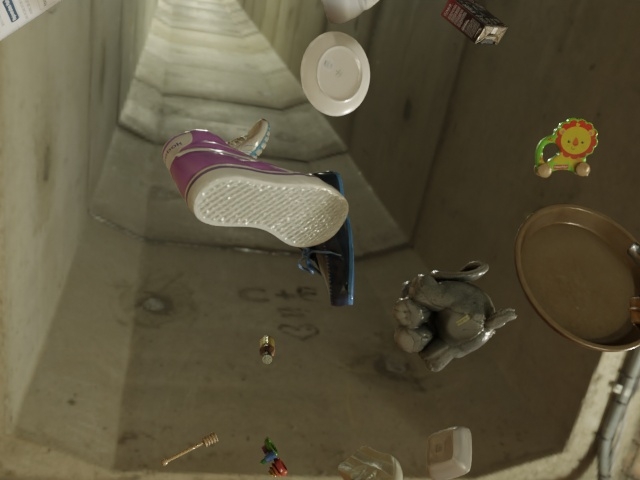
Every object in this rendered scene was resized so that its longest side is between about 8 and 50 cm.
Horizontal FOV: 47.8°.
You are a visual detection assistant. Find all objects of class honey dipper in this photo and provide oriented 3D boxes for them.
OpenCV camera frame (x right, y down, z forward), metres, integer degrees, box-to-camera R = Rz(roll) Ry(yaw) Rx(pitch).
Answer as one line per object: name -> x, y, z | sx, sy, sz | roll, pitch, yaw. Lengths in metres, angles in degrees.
honey dipper -> -0.356, 0.568, 1.961 | 0.160, 0.030, 0.030 | -24, -148, -20

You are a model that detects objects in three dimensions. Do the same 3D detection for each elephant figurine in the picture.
elephant figurine -> 0.222, 0.103, 1.225 | 0.186, 0.169, 0.239 | 35, -157, 11

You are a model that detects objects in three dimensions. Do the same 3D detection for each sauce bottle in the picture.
sauce bottle -> -0.139, 0.283, 1.865 | 0.042, 0.042, 0.128 | 8, -170, -5

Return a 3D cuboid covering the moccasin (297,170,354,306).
moccasin -> 0.000, 0.000, 1.461 | 0.117, 0.138, 0.342 | -3, -138, -6

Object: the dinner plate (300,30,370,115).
dinner plate -> 0.030, -0.283, 1.228 | 0.141, 0.141, 0.017 | -3, -172, -31

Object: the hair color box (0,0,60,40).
hair color box -> -0.432, -0.365, 0.976 | 0.347, 0.105, 0.174 | -40, -172, -13

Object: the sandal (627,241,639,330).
sandal -> 0.333, 0.083, 0.686 | 0.090, 0.060, 0.219 | 33, -148, -29

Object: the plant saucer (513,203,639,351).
plant saucer -> 0.448, 0.063, 1.226 | 0.278, 0.041, 0.278 | 9, -122, -14

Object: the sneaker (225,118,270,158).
sneaker -> -0.178, -0.175, 1.446 | 0.083, 0.191, 0.071 | 39, 178, -25

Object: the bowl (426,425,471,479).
bowl -> 0.346, 0.580, 1.994 | 0.053, 0.142, 0.142 | 37, -137, -27

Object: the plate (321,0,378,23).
plate -> 0.104, -0.392, 0.884 | 0.045, 0.278, 0.277 | 43, -174, 4

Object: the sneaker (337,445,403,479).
sneaker -> 0.141, 0.561, 1.604 | 0.131, 0.148, 0.350 | -36, 180, -6

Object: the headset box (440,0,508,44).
headset box -> 0.220, -0.321, 1.047 | 0.062, 0.032, 0.083 | -14, -127, -45

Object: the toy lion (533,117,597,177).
toy lion -> 0.409, -0.155, 1.204 | 0.100, 0.096, 0.034 | -3, -169, 4

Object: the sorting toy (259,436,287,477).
sorting toy -> -0.119, 0.517, 1.706 | 0.102, 0.042, 0.061 | 56, 179, 27

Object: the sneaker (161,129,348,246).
sneaker -> -0.088, -0.085, 1.000 | 0.282, 0.102, 0.161 | 17, -157, -47
